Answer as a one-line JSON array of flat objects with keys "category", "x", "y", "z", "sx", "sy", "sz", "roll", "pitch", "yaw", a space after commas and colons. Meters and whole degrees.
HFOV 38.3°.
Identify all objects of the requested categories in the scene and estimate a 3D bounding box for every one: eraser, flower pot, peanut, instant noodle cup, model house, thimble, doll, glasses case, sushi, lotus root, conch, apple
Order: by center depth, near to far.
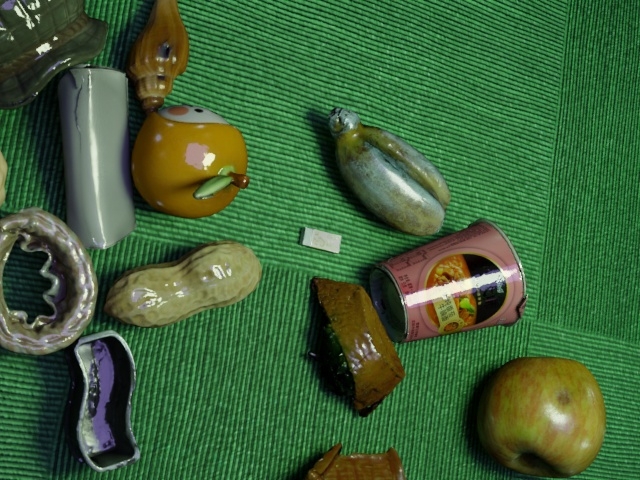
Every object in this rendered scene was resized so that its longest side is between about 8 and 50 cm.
[{"category": "flower pot", "x": -0.501, "y": -0.334, "z": 1.435, "sx": 0.302, "sy": 0.301, "sz": 0.213, "roll": -43, "pitch": 117, "yaw": -24}, {"category": "thimble", "x": -0.472, "y": 0.072, "z": 1.488, "sx": 0.196, "sy": 0.148, "sz": 0.229, "roll": -29, "pitch": 97, "yaw": -25}, {"category": "flower pot", "x": -0.371, "y": 0.266, "z": 1.544, "sx": 0.103, "sy": 0.108, "sz": 0.229, "roll": -2, "pitch": 86, "yaw": -28}, {"category": "glasses case", "x": -0.380, "y": -0.146, "z": 1.573, "sx": 0.128, "sy": 0.083, "sz": 0.308, "roll": -20, "pitch": 113, "yaw": -58}, {"category": "doll", "x": -0.205, "y": -0.123, "z": 1.587, "sx": 0.213, "sy": 0.236, "sz": 0.213, "roll": -29, "pitch": 133, "yaw": -37}, {"category": "peanut", "x": -0.237, "y": 0.076, "z": 1.616, "sx": 0.298, "sy": 0.136, "sz": 0.120, "roll": -19, "pitch": 61, "yaw": -27}, {"category": "conch", "x": -0.282, "y": -0.367, "z": 1.652, "sx": 0.109, "sy": 0.093, "sz": 0.330, "roll": 11, "pitch": 80, "yaw": -20}, {"category": "model house", "x": 0.046, "y": 0.515, "z": 1.721, "sx": 0.229, "sy": 0.220, "sz": 0.199, "roll": 11, "pitch": 122, "yaw": -22}, {"category": "sushi", "x": 0.057, "y": 0.207, "z": 1.767, "sx": 0.287, "sy": 0.140, "sz": 0.149, "roll": 62, "pitch": 26, "yaw": -10}, {"category": "eraser", "x": 0.000, "y": 0.000, "z": 1.813, "sx": 0.083, "sy": 0.019, "sz": 0.038, "roll": 15, "pitch": 81, "yaw": -26}, {"category": "lotus root", "x": 0.120, "y": -0.134, "z": 1.824, "sx": 0.322, "sy": 0.140, "sz": 0.158, "roll": 40, "pitch": 52, "yaw": -14}, {"category": "instant noodle cup", "x": 0.242, "y": 0.096, "z": 1.834, "sx": 0.255, "sy": 0.244, "sz": 0.244, "roll": -16, "pitch": 93, "yaw": -19}, {"category": "apple", "x": 0.458, "y": 0.354, "z": 1.903, "sx": 0.264, "sy": 0.264, "sz": 0.264, "roll": 3, "pitch": 85, "yaw": -28}]

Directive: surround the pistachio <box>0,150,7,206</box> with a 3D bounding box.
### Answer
[{"category": "pistachio", "x": -0.631, "y": -0.081, "z": 1.409, "sx": 0.299, "sy": 0.187, "sz": 0.188, "roll": -13, "pitch": 92, "yaw": -22}]
